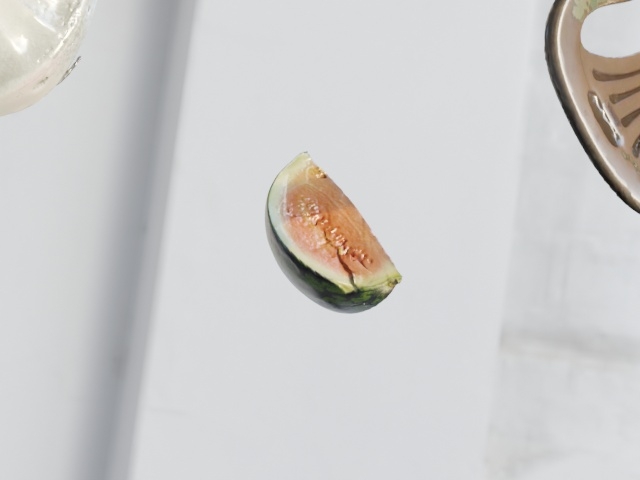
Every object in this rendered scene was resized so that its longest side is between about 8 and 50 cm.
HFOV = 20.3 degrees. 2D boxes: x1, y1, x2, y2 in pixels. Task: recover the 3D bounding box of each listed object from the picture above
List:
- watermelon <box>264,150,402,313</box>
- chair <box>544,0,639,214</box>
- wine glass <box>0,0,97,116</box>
[{"bbox_3d":[-0.011,0.002,1.537,0.069,0.087,0.163,15,31,-51],"label":"watermelon"},{"bbox_3d":[0.303,-0.142,1.195,0.183,0.176,0.326,-27,1,33],"label":"chair"},{"bbox_3d":[-0.211,-0.165,0.926,0.165,0.165,0.196,7,-19,8],"label":"wine glass"}]
